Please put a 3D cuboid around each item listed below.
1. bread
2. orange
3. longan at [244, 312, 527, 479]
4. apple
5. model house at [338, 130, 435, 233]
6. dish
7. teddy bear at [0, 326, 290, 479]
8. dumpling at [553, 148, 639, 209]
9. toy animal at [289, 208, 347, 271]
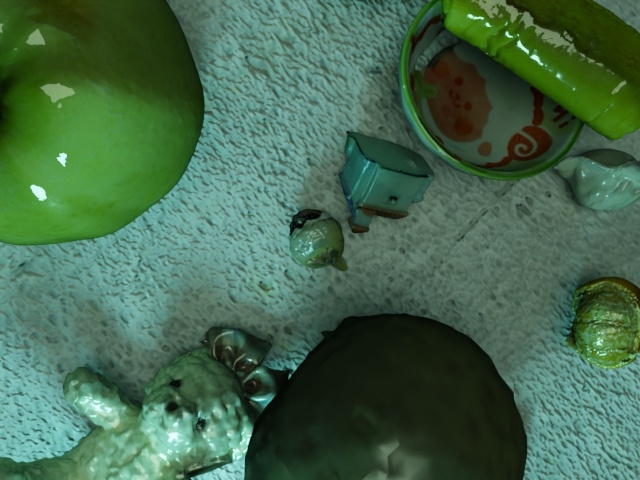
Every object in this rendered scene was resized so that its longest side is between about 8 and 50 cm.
[{"bbox_3d":[0.363,-0.310,1.071,0.383,0.112,0.166,32,77,-7],"label":"bread"},{"bbox_3d":[0.484,0.138,1.202,0.156,0.134,0.157,-5,97,-47],"label":"orange"},{"bbox_3d":[0.093,0.302,1.047,0.404,0.436,0.404,0,91,39],"label":"longan"},{"bbox_3d":[-0.392,-0.205,0.987,0.473,0.473,0.474,0,94,-4],"label":"apple"},{"bbox_3d":[0.092,-0.084,1.187,0.148,0.119,0.149,12,119,-27],"label":"model house"},{"bbox_3d":[0.264,-0.246,1.161,0.324,0.124,0.324,2,82,-14],"label":"dish"},{"bbox_3d":[-0.272,0.303,1.085,0.362,0.375,0.327,-46,67,17],"label":"teddy bear"},{"bbox_3d":[0.490,-0.104,1.188,0.188,0.127,0.108,16,87,-10],"label":"dumpling"},{"bbox_3d":[0.000,0.000,1.198,0.098,0.137,0.098,-12,64,27],"label":"toy animal"}]
